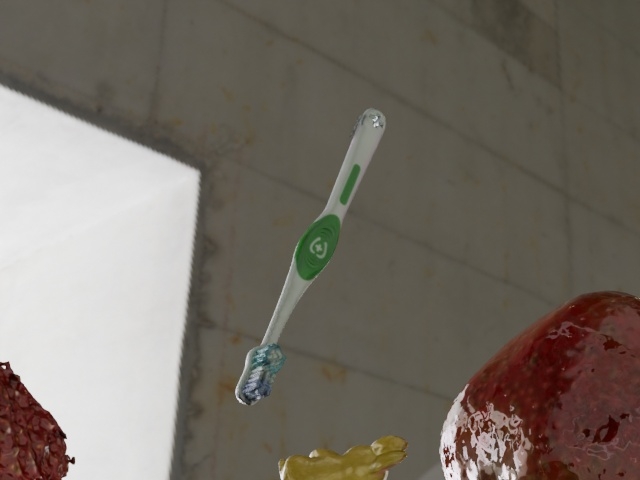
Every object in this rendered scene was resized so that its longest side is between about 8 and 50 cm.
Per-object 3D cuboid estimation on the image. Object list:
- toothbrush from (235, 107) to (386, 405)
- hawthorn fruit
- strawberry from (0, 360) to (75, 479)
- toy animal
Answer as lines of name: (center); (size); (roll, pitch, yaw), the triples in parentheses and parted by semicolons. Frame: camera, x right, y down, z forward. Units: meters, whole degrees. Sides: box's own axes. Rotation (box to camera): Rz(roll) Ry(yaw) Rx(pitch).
toothbrush: (-0.003, 0.002, 1.136); (0.042, 0.040, 0.418); (38, -130, -18)
hawthorn fruit: (0.293, 0.178, 1.096); (0.284, 0.284, 0.369); (35, -104, -32)
strawberry: (-0.447, 0.221, 1.225); (0.292, 0.292, 0.344); (-22, -74, -47)
toy animal: (0.035, 0.265, 1.168); (0.070, 0.159, 0.083); (34, -141, -51)
